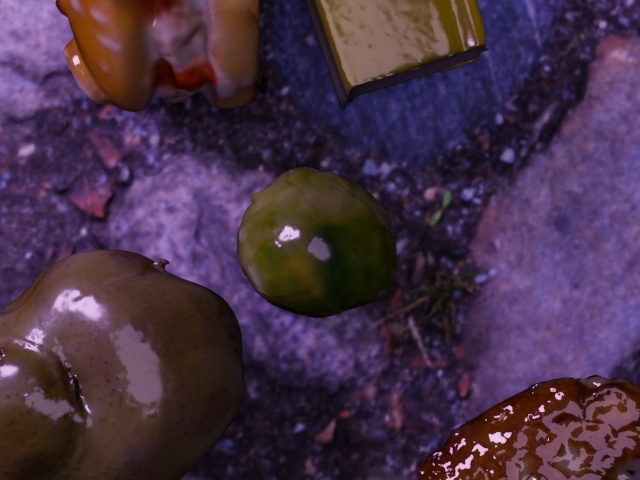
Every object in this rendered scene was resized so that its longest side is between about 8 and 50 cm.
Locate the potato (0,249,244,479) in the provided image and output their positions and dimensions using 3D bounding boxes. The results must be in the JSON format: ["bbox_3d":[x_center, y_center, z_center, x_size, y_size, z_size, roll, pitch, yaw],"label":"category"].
[{"bbox_3d":[-0.233,0.146,1.164,0.351,0.202,0.218,-31,101,6],"label":"potato"}]

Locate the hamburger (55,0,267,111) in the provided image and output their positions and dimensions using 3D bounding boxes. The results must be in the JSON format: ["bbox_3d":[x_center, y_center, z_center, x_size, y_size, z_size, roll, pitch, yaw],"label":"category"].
[{"bbox_3d":[-0.146,-0.242,1.138,0.186,0.303,0.261,-5,95,-10],"label":"hamburger"}]

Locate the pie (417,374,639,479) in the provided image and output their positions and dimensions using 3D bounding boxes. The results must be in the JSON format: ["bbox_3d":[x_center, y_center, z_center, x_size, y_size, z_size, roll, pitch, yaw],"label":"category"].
[{"bbox_3d":[0.227,0.284,1.247,0.308,0.085,0.308,0,89,-1],"label":"pie"}]

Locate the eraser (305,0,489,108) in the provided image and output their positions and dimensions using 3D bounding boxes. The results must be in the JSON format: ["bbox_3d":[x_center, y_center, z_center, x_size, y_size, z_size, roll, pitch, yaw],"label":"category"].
[{"bbox_3d":[0.060,-0.263,1.277,0.158,0.069,0.226,-19,88,-4],"label":"eraser"}]

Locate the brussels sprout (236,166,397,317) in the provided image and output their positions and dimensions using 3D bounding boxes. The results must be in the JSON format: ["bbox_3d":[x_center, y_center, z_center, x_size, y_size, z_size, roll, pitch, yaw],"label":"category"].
[{"bbox_3d":[-0.002,0.001,1.226,0.151,0.122,0.149,-25,92,-6],"label":"brussels sprout"}]
